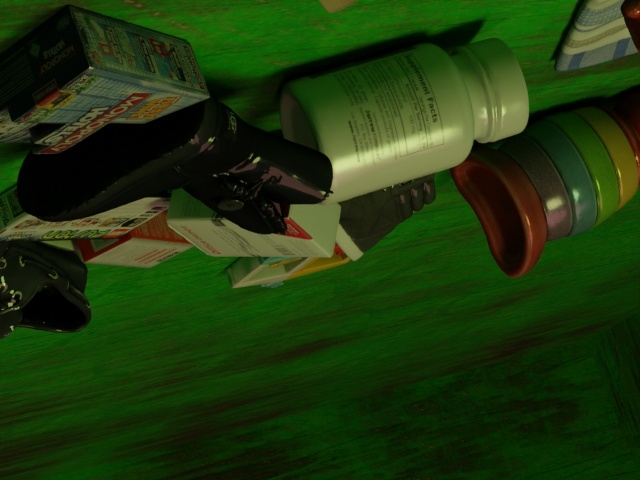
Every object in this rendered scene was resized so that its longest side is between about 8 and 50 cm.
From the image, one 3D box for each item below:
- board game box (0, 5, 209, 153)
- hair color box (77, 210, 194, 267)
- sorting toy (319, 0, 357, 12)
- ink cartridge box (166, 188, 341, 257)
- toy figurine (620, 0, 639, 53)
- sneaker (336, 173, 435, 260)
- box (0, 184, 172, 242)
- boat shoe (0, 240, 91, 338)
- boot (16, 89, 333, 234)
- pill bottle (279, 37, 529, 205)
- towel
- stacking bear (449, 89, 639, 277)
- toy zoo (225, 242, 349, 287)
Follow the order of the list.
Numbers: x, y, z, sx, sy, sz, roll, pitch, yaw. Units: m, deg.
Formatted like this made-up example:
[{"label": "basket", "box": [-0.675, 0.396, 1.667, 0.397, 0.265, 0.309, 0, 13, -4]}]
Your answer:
[{"label": "board game box", "box": [-0.200, -0.127, 1.687, 0.194, 0.060, 0.194, -30, 164, 35]}, {"label": "hair color box", "box": [-0.210, -0.003, 2.236, 0.072, 0.043, 0.141, -26, 165, 22]}, {"label": "sorting toy", "box": [0.074, -0.284, 1.328, 0.255, 0.089, 0.257, -29, 167, 5]}, {"label": "ink cartridge box", "box": [-0.071, -0.028, 2.073, 0.150, 0.063, 0.109, 0, 159, 27]}, {"label": "toy figurine", "box": [0.385, -0.268, 1.845, 0.213, 0.148, 0.209, -15, 161, -15]}, {"label": "sneaker", "box": [0.042, -0.081, 2.214, 0.147, 0.104, 0.296, -38, 157, 2]}, {"label": "box", "box": [-0.248, -0.037, 2.047, 0.114, 0.036, 0.207, -28, 165, 32]}, {"label": "boat shoe", "box": [-0.348, 0.054, 2.096, 0.127, 0.113, 0.340, -23, 167, 15]}, {"label": "boot", "box": [-0.135, -0.052, 1.863, 0.246, 0.094, 0.207, -21, 149, 29]}, {"label": "pill bottle", "box": [0.085, -0.127, 1.973, 0.229, 0.131, 0.131, -17, 167, -15]}, {"label": "towel", "box": [0.369, -0.256, 2.100, 0.209, 0.034, 0.285, -18, 168, -9]}, {"label": "stacking bear", "box": [0.338, -0.099, 2.469, 0.289, 0.175, 0.164, -27, 177, -17]}, {"label": "toy zoo", "box": [0.000, 0.000, 2.610, 0.192, 0.030, 0.293, -12, 166, -33]}]
